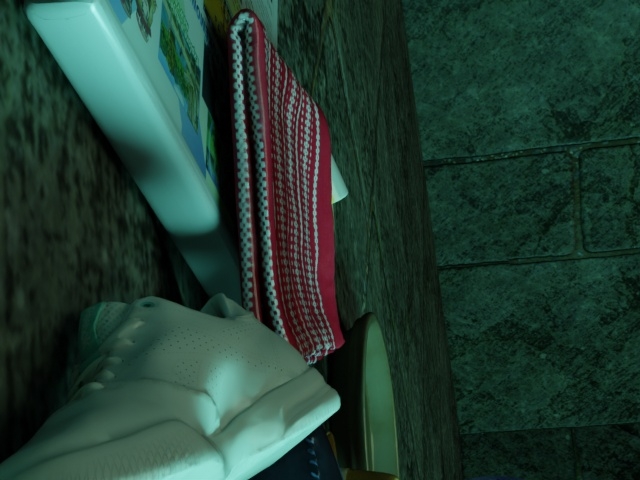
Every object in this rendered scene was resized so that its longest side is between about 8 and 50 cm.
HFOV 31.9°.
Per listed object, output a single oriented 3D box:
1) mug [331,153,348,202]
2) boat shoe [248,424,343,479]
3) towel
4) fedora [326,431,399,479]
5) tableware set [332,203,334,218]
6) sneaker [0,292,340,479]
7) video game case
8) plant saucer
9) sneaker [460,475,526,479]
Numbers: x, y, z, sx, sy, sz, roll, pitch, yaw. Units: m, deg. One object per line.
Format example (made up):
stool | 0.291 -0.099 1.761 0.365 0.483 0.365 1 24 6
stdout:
mug | -0.016 -0.057 0.869 0.078 0.062 0.064 -85 160 -77
boat shoe | -0.029 0.182 0.502 0.089 0.109 0.258 60 24 -61
towel | -0.017 -0.017 0.707 0.275 0.031 0.199 28 58 -83
fedora | 0.038 0.258 0.948 0.194 0.079 0.194 -5 90 -81
tableware set | 0.000 0.000 1.053 0.141 0.020 0.169 45 41 -76
sneaker | -0.074 0.064 0.435 0.094 0.080 0.212 53 20 11
video game case | -0.074 -0.148 0.634 0.329 0.036 0.300 70 17 -61
plant saucer | 0.049 0.214 1.171 0.278 0.041 0.278 -5 90 -82
sneaker | 0.028 0.229 0.671 0.182 0.127 0.316 -103 -152 -53
